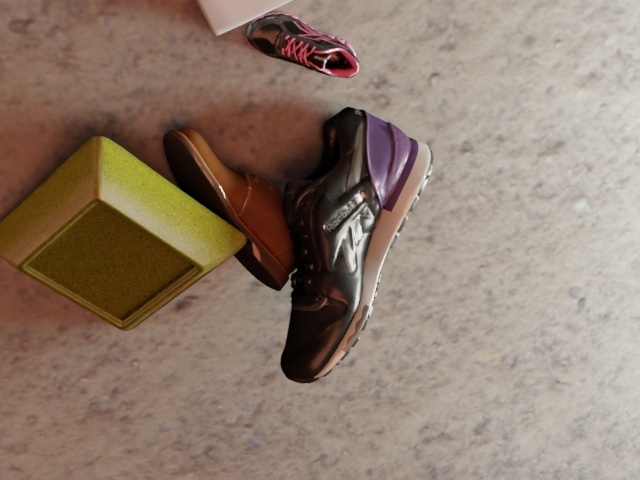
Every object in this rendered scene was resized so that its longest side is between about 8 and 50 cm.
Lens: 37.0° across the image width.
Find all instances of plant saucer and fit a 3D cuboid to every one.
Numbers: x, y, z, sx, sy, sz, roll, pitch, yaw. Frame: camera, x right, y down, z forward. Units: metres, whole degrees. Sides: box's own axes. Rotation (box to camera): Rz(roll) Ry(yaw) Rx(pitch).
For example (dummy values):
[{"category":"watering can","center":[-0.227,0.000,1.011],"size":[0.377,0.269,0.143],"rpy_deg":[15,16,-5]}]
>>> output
[{"category":"plant saucer","center":[-0.201,0.012,0.934],"size":[0.188,0.045,0.188],"rpy_deg":[-36,124,28]}]

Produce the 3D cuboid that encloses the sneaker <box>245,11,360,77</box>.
[{"category":"sneaker","center":[-0.013,-0.185,0.929],"size":[0.119,0.057,0.047],"rpy_deg":[12,113,-22]}]

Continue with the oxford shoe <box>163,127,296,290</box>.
[{"category":"oxford shoe","center":[-0.083,-0.045,0.981],"size":[0.076,0.076,0.212],"rpy_deg":[-49,127,-18]}]

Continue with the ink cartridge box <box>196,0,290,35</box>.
[{"category":"ink cartridge box","center":[-0.043,-0.325,0.840],"size":[0.224,0.045,0.223],"rpy_deg":[-24,121,4]}]

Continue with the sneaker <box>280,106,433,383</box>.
[{"category":"sneaker","center":[0.000,0.000,0.976],"size":[0.124,0.107,0.283],"rpy_deg":[28,77,-21]}]
